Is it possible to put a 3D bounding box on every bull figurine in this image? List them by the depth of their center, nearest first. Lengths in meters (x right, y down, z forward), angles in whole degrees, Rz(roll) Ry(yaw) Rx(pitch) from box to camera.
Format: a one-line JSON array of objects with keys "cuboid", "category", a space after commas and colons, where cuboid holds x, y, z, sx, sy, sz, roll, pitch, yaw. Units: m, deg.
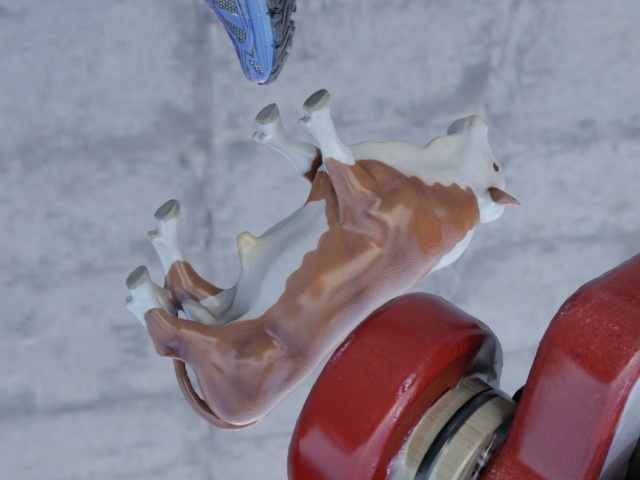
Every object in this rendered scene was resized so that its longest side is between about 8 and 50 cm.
[{"cuboid": [0.000, 0.000, 1.402, 0.310, 0.101, 0.188, -46, 113, -4], "category": "bull figurine"}]

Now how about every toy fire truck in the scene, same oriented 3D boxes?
[{"cuboid": [0.113, 0.126, 0.794, 0.254, 0.169, 0.302, -26, 138, -49], "category": "toy fire truck"}]

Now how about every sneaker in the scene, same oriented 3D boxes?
[{"cuboid": [-0.082, -0.217, 1.417, 0.087, 0.221, 0.083, -16, -164, 21], "category": "sneaker"}]
